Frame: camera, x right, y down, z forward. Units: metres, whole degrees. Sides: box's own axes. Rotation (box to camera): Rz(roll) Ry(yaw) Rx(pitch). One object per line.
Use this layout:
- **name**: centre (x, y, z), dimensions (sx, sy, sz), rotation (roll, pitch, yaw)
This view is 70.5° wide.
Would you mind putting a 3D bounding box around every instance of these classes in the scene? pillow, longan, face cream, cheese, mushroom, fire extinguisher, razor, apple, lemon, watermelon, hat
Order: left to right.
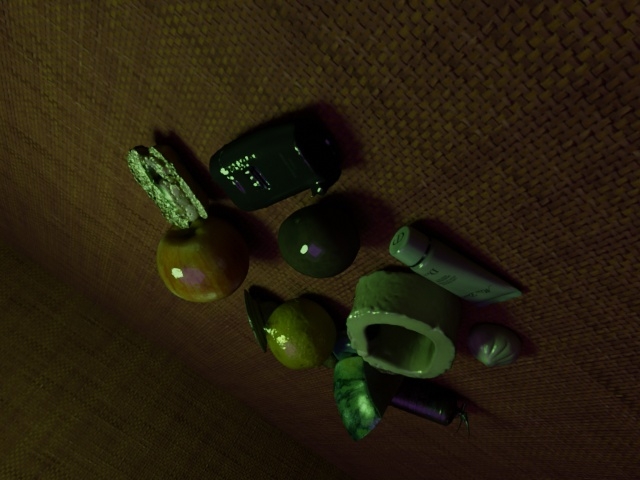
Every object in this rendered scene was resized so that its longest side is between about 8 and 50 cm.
- **apple**: centre (-0.357, 0.049, 1.380), dimensions (0.286, 0.286, 0.233), rotation (11, 141, 27)
- **hat**: centre (-0.193, 0.280, 1.669), dimensions (0.110, 0.252, 0.251), rotation (-19, 136, -4)
- **razor**: centre (-0.111, -0.169, 1.051), dimensions (0.327, 0.107, 0.189), rotation (-10, 128, 43)
- **lemon**: centre (-0.062, 0.317, 1.518), dimensions (0.229, 0.228, 0.253), rotation (0, 138, 38)
- **mushroom**: centre (-0.051, 0.458, 1.827), dimensions (0.312, 0.081, 0.100), rotation (-8, 127, 48)
- **longan**: centre (0.000, 0.000, 1.116), dimensions (0.198, 0.198, 0.212), rotation (41, 137, -13)
- **pillow**: centre (0.133, 0.398, 1.591), dimensions (0.214, 0.086, 0.233), rotation (24, 146, 19)
- **watermelon**: centre (0.165, 0.525, 1.533), dimensions (0.201, 0.261, 0.212), rotation (2, 147, -23)
- **cheese**: centre (0.228, 0.240, 1.247), dimensions (0.293, 0.153, 0.332), rotation (8, 138, 18)
- **fire extinguisher**: centre (0.368, 0.580, 1.607), dimensions (0.338, 0.135, 0.114), rotation (11, 166, 26)
- **face cream**: centre (0.309, 0.070, 1.068), dimensions (0.315, 0.089, 0.143), rotation (28, 148, -15)

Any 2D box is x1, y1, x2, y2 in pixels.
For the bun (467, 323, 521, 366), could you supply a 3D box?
- **bun**: centre (0.461, 0.295, 1.213), dimensions (0.138, 0.094, 0.138), rotation (18, 144, 13)

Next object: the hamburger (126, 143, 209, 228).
- **hamburger**: centre (-0.427, -0.166, 1.282), dimensions (0.124, 0.130, 0.261), rotation (-25, 117, 12)

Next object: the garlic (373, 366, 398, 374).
- **garlic**: centre (0.213, 0.347, 1.430), dimensions (0.159, 0.147, 0.102), rotation (56, -174, 9)

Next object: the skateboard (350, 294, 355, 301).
- **skateboard**: centre (0.124, 0.163, 1.363), dimensions (0.083, 0.032, 0.063), rotation (-6, 121, 39)
